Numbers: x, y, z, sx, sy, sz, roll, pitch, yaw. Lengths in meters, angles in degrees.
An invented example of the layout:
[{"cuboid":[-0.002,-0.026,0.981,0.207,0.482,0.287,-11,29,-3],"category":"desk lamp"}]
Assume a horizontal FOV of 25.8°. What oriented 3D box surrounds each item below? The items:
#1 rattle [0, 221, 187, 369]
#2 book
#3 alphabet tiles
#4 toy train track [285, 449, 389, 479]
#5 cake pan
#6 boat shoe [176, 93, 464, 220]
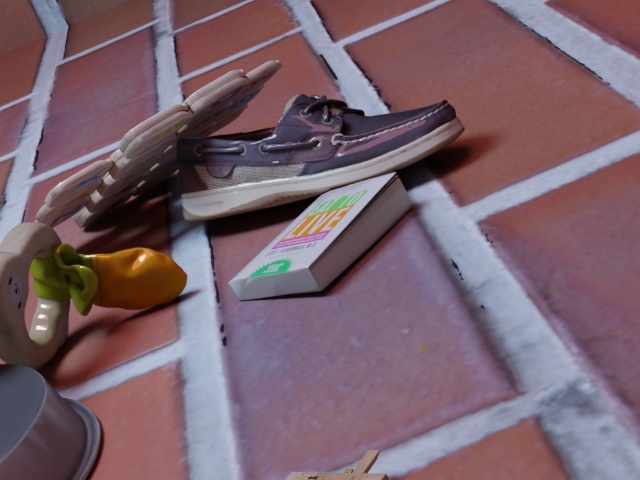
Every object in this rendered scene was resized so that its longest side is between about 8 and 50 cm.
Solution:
[{"cuboid":[-0.213,0.054,1.135,0.142,0.130,0.199,19,0,10],"category":"rattle"},{"cuboid":[0.000,0.000,1.174,0.096,0.035,0.144,-10,25,42],"category":"book"},{"cuboid":[-0.167,-0.088,1.414,0.278,0.021,0.284,-34,-2,-26],"category":"alphabet tiles"},{"cuboid":[0.011,0.146,0.830,0.083,0.014,0.048,-9,32,48],"category":"toy train track"},{"cuboid":[-0.304,0.181,1.018,0.293,0.054,0.293,-20,21,8],"category":"cake pan"},{"cuboid":[-0.010,-0.090,1.293,0.285,0.092,0.103,-15,8,24],"category":"boat shoe"}]
